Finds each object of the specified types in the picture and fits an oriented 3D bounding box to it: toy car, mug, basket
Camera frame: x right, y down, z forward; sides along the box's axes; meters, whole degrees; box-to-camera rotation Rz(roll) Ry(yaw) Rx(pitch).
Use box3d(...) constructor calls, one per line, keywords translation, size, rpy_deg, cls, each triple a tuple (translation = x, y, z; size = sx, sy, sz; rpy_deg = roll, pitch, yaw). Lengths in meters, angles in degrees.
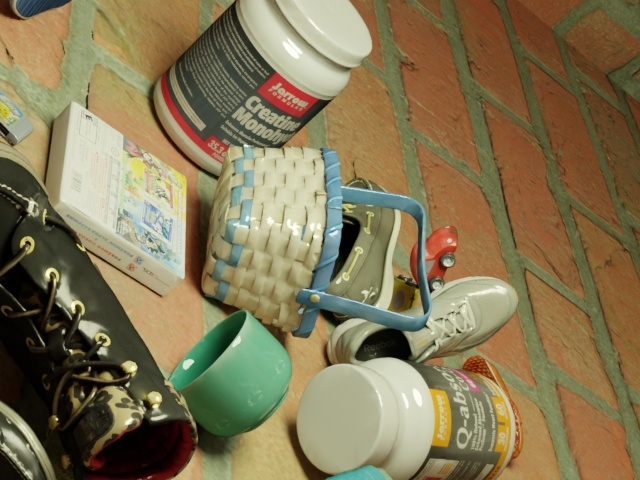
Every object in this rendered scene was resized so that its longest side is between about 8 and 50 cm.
box3d(translation=(0.119, 0.112, 2.143), size=(0.053, 0.239, 0.225), rpy_deg=(14, 64, -13), cls="toy car")
box3d(translation=(-0.093, 0.151, 1.752), size=(0.097, 0.129, 0.158), rpy_deg=(46, 25, -13), cls="mug")
box3d(translation=(0.000, 0.000, 1.987), size=(0.289, 0.201, 0.255), rpy_deg=(10, 36, -6), cls="basket")

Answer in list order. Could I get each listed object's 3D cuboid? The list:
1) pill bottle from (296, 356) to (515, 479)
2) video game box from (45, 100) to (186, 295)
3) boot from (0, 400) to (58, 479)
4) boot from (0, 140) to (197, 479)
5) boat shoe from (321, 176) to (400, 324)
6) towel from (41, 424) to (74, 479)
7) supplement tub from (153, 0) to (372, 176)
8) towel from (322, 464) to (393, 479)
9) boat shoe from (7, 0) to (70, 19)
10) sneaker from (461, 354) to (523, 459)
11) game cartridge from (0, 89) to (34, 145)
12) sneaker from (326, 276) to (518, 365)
box3d(translation=(0.108, 0.231, 1.920), size=(0.278, 0.162, 0.162), rpy_deg=(14, 42, -50), cls="pill bottle")
box3d(translation=(-0.247, -0.053, 1.887), size=(0.187, 0.048, 0.205), rpy_deg=(33, 30, -26), cls="video game box")
box3d(translation=(-0.354, 0.187, 1.357), size=(0.236, 0.085, 0.178), rpy_deg=(49, 30, -2), cls="boot")
box3d(translation=(-0.256, 0.079, 1.455), size=(0.284, 0.138, 0.377), rpy_deg=(55, -4, 24), cls="boot")
box3d(translation=(0.046, 0.000, 2.202), size=(0.091, 0.109, 0.305), rpy_deg=(41, 30, -26), cls="boat shoe")
box3d(translation=(-0.218, 0.234, 1.560), size=(0.148, 0.027, 0.110), rpy_deg=(41, 28, -15), cls="towel")
box3d(translation=(-0.081, -0.232, 2.132), size=(0.191, 0.272, 0.191), rpy_deg=(36, 29, -24), cls="supplement tub")
box3d(translation=(-0.015, 0.387, 1.515), size=(0.370, 0.040, 0.271), rpy_deg=(-12, 77, -47), cls="towel")
box3d(translation=(-0.383, -0.341, 2.062), size=(0.066, 0.066, 0.183), rpy_deg=(44, 16, 1), cls="boat shoe")
box3d(translation=(0.263, 0.244, 2.263), size=(0.067, 0.064, 0.175), rpy_deg=(36, 30, -46), cls="sneaker")
box3d(translation=(-0.382, -0.153, 1.851), size=(0.083, 0.017, 0.056), rpy_deg=(46, 22, -7), cls="game cartridge")
box3d(translation=(0.143, 0.122, 2.016), size=(0.121, 0.262, 0.099), rpy_deg=(-161, -130, -81), cls="sneaker")
